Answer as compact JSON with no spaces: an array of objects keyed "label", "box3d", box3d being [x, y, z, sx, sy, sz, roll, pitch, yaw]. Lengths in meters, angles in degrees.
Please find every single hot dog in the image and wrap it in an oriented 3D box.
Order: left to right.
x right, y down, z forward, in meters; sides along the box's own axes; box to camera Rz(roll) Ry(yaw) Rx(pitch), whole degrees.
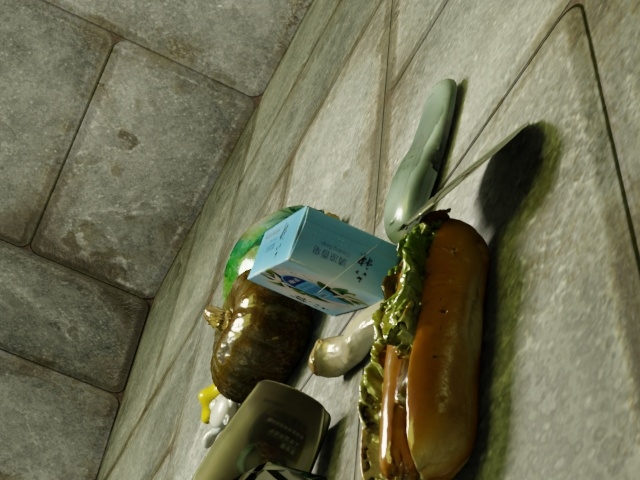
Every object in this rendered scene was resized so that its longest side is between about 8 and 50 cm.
[{"label":"hot dog","box3d":[0.097,0.099,1.104,0.135,0.100,0.337,125,164,-46]}]

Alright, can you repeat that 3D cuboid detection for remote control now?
[{"label":"remote control","box3d":[0.131,-0.109,1.490,0.097,0.045,0.256,-43,24,57]}]

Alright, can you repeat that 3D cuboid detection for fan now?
[{"label":"fan","box3d":[0.108,-0.028,1.244,0.329,0.009,0.191,-40,1,28]}]

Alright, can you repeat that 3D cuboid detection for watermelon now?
[{"label":"watermelon","box3d":[-0.067,0.038,1.967,0.146,0.128,0.231,24,88,60]}]

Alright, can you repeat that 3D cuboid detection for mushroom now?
[{"label":"mushroom","box3d":[0.048,0.118,1.411,0.202,0.054,0.059,-43,24,51]}]

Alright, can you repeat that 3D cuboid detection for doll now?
[{"label":"doll","box3d":[-0.176,0.293,2.018,0.135,0.071,0.113,-54,24,30]}]

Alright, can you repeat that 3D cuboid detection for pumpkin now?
[{"label":"pumpkin","box3d":[-0.106,0.137,1.775,0.219,0.162,0.219,-159,90,-82]}]

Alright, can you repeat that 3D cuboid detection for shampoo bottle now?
[{"label":"shampoo bottle","box3d":[-0.106,0.327,1.339,0.350,0.125,0.084,-57,-17,-37]}]

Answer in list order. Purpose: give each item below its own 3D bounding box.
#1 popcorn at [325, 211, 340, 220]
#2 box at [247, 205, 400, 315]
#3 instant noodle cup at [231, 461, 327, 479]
[{"label":"popcorn","box3d":[0.000,0.000,1.841,0.084,0.084,0.084,-61,13,25]},{"label":"box","box3d":[0.001,0.033,1.543,0.083,0.142,0.232,-70,13,-15]},{"label":"instant noodle cup","box3d":[-0.079,0.350,1.143,0.178,0.240,0.240,-44,23,37]}]
